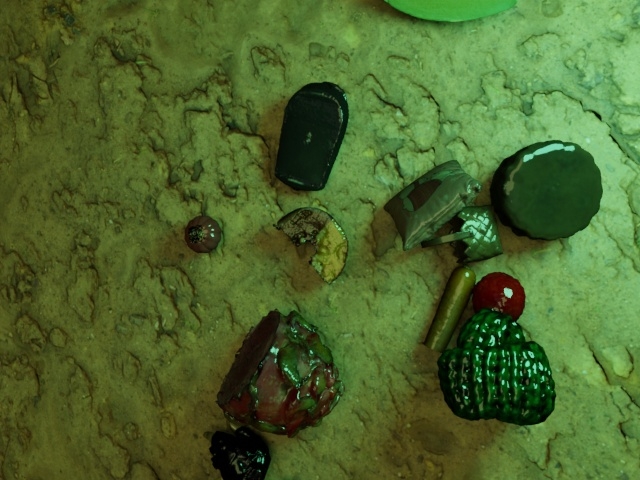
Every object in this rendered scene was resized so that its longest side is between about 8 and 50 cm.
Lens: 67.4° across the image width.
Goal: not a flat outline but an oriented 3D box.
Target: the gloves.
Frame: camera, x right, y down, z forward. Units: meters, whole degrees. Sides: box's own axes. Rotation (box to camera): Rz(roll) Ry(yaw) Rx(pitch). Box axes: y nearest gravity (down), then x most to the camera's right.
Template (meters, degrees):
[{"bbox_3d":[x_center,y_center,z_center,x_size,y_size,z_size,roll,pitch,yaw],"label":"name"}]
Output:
[{"bbox_3d":[-0.235,0.578,1.294,0.203,0.124,0.164,20,72,10],"label":"gloves"}]

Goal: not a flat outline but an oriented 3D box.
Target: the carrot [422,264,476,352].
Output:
[{"bbox_3d":[0.320,0.164,1.177,0.067,0.067,0.225,24,96,15],"label":"carrot"}]

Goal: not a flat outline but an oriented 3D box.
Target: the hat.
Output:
[{"bbox_3d":[0.377,0.230,1.067,0.242,0.274,0.333,2,71,5],"label":"hat"}]

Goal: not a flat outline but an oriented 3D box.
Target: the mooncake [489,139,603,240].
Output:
[{"bbox_3d":[0.507,-0.112,1.096,0.228,0.124,0.228,0,97,-1],"label":"mooncake"}]

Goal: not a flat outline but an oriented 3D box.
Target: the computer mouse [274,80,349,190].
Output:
[{"bbox_3d":[-0.020,-0.275,1.284,0.168,0.087,0.296,22,106,18],"label":"computer mouse"}]

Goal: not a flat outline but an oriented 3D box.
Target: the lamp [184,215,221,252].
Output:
[{"bbox_3d":[-0.330,-0.017,1.351,0.107,0.092,0.108,-1,87,15],"label":"lamp"}]

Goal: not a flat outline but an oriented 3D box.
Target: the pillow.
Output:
[{"bbox_3d":[0.259,-0.094,1.139,0.223,0.236,0.084,-36,111,15],"label":"pillow"}]

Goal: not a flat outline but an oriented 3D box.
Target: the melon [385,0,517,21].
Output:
[{"bbox_3d":[0.294,-0.699,1.154,0.343,0.226,0.332,2,100,29],"label":"melon"}]

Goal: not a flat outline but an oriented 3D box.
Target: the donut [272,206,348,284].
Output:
[{"bbox_3d":[0.001,0.001,1.263,0.141,0.085,0.217,-39,79,10],"label":"donut"}]

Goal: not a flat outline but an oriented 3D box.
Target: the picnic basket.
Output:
[{"bbox_3d":[0.329,-0.011,1.148,0.178,0.128,0.138,-10,83,5],"label":"picnic basket"}]

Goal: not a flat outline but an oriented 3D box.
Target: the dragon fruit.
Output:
[{"bbox_3d":[-0.084,0.363,1.191,0.262,0.314,0.296,37,128,-13],"label":"dragon fruit"}]
